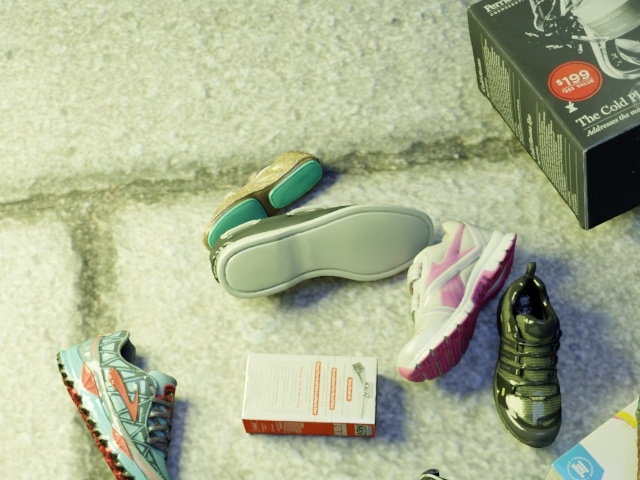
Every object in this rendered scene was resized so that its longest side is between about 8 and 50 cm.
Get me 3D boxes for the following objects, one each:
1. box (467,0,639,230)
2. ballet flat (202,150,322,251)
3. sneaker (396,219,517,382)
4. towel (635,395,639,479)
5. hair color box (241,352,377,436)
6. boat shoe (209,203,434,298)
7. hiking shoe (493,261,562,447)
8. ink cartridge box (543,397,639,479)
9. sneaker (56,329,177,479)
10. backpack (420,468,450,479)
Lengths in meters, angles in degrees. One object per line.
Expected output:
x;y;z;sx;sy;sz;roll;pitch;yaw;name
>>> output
0.426;-0.238;1.579;0.343;0.179;0.312;-26;52;-5;box
-0.089;-0.056;1.620;0.206;0.073;0.067;-35;38;-18;ballet flat
0.158;0.075;1.515;0.111;0.103;0.252;25;59;20;sneaker
0.532;0.309;1.272;0.370;0.040;0.271;12;40;6;towel
-0.012;0.197;1.475;0.167;0.053;0.093;1;60;5;hair color box
0.000;0.000;1.554;0.303;0.114;0.091;-7;21;-15;boat shoe
0.260;0.144;1.456;0.086;0.114;0.226;-4;61;1;hiking shoe
0.403;0.267;1.402;0.231;0.078;0.134;-33;65;-15;ink cartridge box
-0.228;0.215;1.447;0.125;0.104;0.261;-29;64;-15;sneaker
0.183;0.395;1.252;0.254;0.225;0.191;26;66;23;backpack
